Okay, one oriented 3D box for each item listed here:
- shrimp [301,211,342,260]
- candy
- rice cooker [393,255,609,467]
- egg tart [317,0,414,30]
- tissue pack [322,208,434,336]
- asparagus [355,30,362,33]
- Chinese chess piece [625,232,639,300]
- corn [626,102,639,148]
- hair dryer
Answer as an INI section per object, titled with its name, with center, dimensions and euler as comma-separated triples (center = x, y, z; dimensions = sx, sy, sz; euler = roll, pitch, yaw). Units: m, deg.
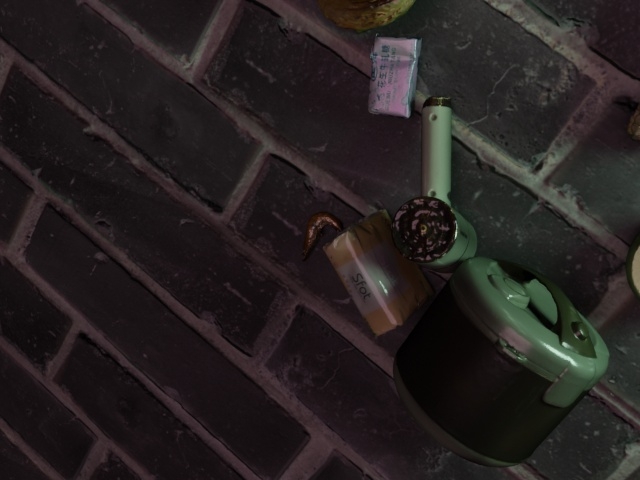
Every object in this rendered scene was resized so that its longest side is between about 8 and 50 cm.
[shrimp]
center = 0.000, 0.000, 1.486
dimensions = 0.091, 0.025, 0.127
euler = 32, 108, 13
[candy]
center = 0.147, -0.327, 1.330
dimensions = 0.092, 0.073, 0.160
euler = 10, 104, 17
[rice cooker]
center = 0.334, 0.207, 1.234
dimensions = 0.335, 0.335, 0.325
euler = 36, 112, 13
[egg tart]
center = 0.109, -0.511, 1.273
dimensions = 0.291, 0.107, 0.290
euler = -13, 64, 29
[tissue pack]
center = 0.121, 0.061, 1.359
dimensions = 0.090, 0.186, 0.222
euler = -29, 89, 38
[asparagus]
center = 0.137, -0.465, 1.324
dimensions = 0.178, 0.041, 0.045
euler = -29, 87, 26
[Chinese chess piece]
center = 0.649, 0.048, 1.190
dimensions = 0.189, 0.083, 0.188
euler = 4, 99, 23
[corn]
center = 0.635, -0.294, 1.099
dimensions = 0.127, 0.127, 0.335
euler = 39, 121, 12
[hair dryer]
center = 0.226, -0.124, 1.296
dimensions = 0.128, 0.203, 0.361
euler = -1, 81, 24
